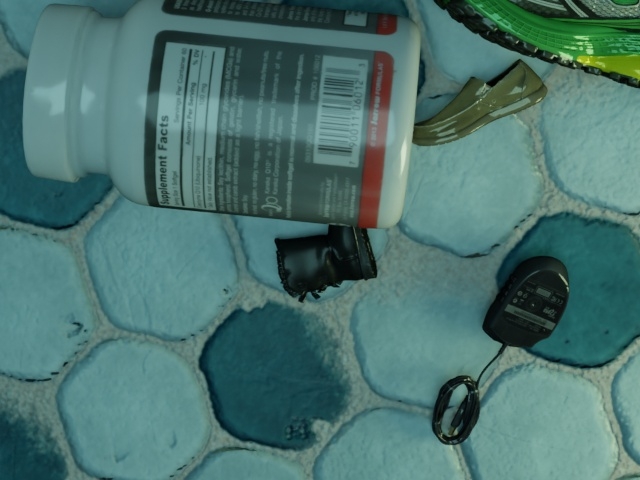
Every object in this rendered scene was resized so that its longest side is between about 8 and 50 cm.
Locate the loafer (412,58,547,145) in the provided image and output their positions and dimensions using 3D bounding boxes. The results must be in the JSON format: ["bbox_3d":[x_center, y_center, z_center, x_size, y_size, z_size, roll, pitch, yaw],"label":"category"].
[{"bbox_3d":[0.156,-0.140,1.551,0.148,0.056,0.050,-24,101,-2],"label":"loafer"}]

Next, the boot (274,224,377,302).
[{"bbox_3d":[0.000,0.000,1.599,0.099,0.045,0.121,-12,101,12],"label":"boot"}]

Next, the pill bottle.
[{"bbox_3d":[-0.091,-0.130,1.485,0.362,0.210,0.210,6,104,2],"label":"pill bottle"}]

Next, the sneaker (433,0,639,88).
[{"bbox_3d":[0.259,-0.240,1.495,0.343,0.134,0.146,14,97,-10],"label":"sneaker"}]

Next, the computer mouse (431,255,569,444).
[{"bbox_3d":[0.186,0.115,1.623,0.071,0.041,0.242,25,109,-20],"label":"computer mouse"}]
